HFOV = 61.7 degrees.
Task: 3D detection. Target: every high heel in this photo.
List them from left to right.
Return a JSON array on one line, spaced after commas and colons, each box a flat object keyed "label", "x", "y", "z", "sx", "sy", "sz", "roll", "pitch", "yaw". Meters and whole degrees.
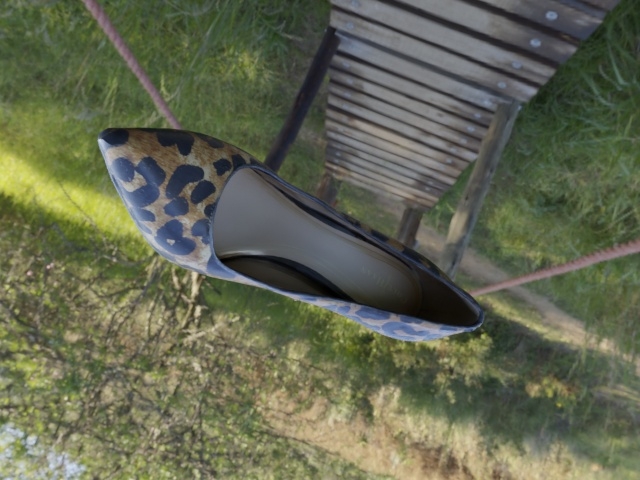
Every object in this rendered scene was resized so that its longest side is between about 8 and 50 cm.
[{"label": "high heel", "x": 0.000, "y": 0.000, "z": 0.355, "sx": 0.186, "sy": 0.093, "sz": 0.261, "roll": 12, "pitch": 165, "yaw": 31}]
